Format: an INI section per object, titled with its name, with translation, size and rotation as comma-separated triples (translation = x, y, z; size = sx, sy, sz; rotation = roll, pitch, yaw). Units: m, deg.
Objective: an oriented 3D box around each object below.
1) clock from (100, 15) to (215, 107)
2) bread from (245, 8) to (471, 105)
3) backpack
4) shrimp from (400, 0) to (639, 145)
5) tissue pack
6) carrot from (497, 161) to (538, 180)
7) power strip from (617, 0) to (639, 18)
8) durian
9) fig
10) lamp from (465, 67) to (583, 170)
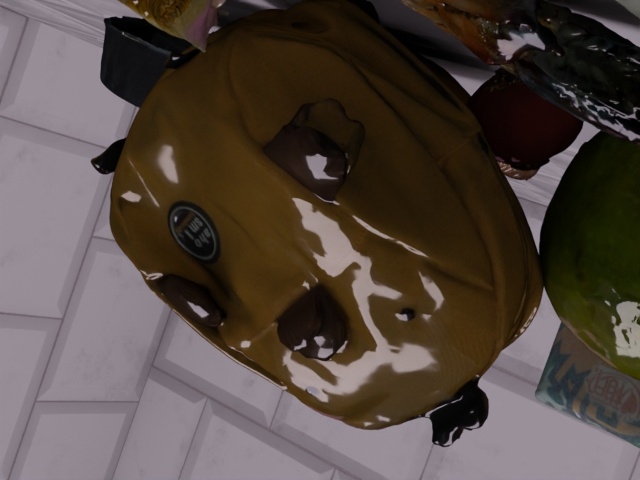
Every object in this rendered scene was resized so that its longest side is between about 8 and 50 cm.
[clock]
translation = -0.085, -0.189, 1.250
size = 0.386, 0.076, 0.386
rotation = 17, -165, -5
[bread]
translation = 0.034, -0.131, 0.985
size = 0.269, 0.143, 0.195
rotation = 22, -178, 1
[backpack]
translation = 0.004, -0.005, 0.821
size = 0.378, 0.201, 0.353
rotation = 40, 139, -2
[shrimp]
translation = 0.137, -0.094, 0.524
size = 0.290, 0.054, 0.222
rotation = 32, -167, 7
[tissue pack]
translation = 0.396, 0.079, 1.103
size = 0.128, 0.311, 0.228
rotation = 17, -175, -39
[carrot]
translation = 0.222, -0.135, 1.360
size = 0.186, 0.060, 0.060
rotation = 24, -179, -24
[power strip]
translation = 0.163, -0.113, 0.457
size = 0.191, 0.030, 0.047
rotation = 16, -173, -44
[durian]
translation = -0.100, -0.187, 0.672
size = 0.140, 0.078, 0.224
rotation = 29, -166, -28
[fig]
translation = 0.305, -0.001, 0.845
size = 0.233, 0.233, 0.314
rotation = 20, -166, 13
[lamp]
translation = 0.168, -0.103, 0.827
size = 0.101, 0.090, 0.101
rotation = -14, -158, 6
